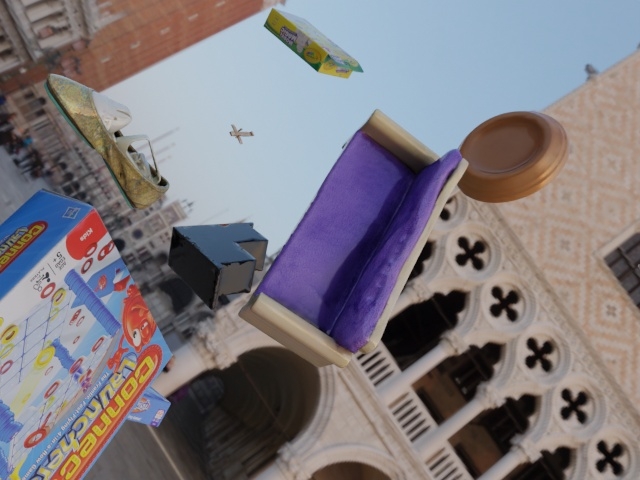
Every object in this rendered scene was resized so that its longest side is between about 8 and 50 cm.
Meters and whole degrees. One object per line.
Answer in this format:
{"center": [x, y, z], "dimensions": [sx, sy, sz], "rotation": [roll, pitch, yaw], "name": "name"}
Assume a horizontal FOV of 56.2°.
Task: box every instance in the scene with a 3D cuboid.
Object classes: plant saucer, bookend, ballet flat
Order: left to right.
{"center": [-0.421, -0.211, 1.239], "dimensions": [0.123, 0.123, 0.348], "rotation": [40, -19, 44], "name": "ballet flat"}
{"center": [-0.144, 0.035, 0.986], "dimensions": [0.156, 0.157, 0.072], "rotation": [34, -61, 43], "name": "bookend"}
{"center": [0.320, -0.153, 1.030], "dimensions": [0.200, 0.200, 0.037], "rotation": [38, -9, 48], "name": "plant saucer"}

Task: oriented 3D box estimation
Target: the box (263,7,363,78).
{"center": [-0.009, -0.353, 1.097], "dimensions": [0.179, 0.105, 0.043], "rotation": [44, -62, 23], "name": "box"}

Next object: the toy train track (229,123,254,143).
{"center": [-0.166, -0.233, 1.295], "dimensions": [0.083, 0.014, 0.048], "rotation": [-18, 82, -62], "name": "toy train track"}

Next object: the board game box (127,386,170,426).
{"center": [-0.365, 0.218, 0.967], "dimensions": [0.210, 0.047, 0.160], "rotation": [22, -11, 37], "name": "board game box"}

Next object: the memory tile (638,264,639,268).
{"center": [0.543, 0.100, 0.913], "dimensions": [0.113, 0.012, 0.148], "rotation": [44, 20, -22], "name": "memory tile"}

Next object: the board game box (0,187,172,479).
{"center": [-0.329, 0.156, 0.679], "dimensions": [0.086, 0.308, 0.301], "rotation": [16, -38, 22], "name": "board game box"}

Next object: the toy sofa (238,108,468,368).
{"center": [0.049, -0.011, 0.847], "dimensions": [0.150, 0.362, 0.177], "rotation": [35, -24, -9], "name": "toy sofa"}
